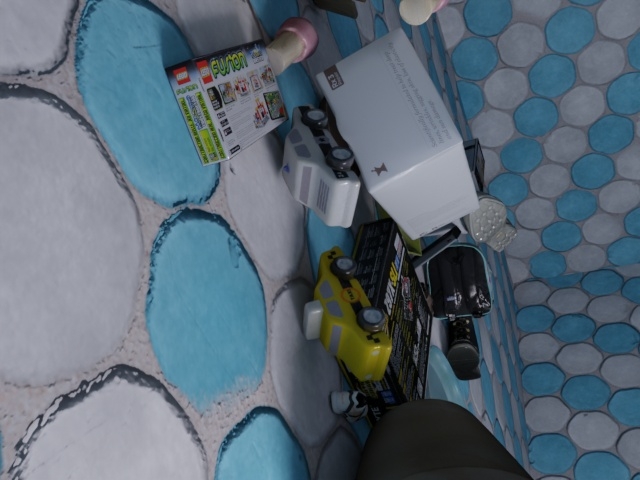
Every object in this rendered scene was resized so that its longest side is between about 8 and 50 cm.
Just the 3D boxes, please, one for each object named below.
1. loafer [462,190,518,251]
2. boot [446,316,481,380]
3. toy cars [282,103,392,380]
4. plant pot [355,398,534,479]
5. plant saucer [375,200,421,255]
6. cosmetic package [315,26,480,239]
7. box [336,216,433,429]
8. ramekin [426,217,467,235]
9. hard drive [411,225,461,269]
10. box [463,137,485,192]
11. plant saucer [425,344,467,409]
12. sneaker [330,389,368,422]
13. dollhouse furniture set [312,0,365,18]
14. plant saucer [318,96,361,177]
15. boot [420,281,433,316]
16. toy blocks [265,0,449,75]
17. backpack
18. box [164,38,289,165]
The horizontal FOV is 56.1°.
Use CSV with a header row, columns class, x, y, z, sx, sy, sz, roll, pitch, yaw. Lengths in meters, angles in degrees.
class,x,y,z,sx,sy,sz,roll,pitch,yaw
loafer,0.393,-0.055,1.461,0.111,0.112,0.319,49,8,29
boot,0.385,0.268,1.644,0.236,0.085,0.178,58,26,-54
toy cars,0.000,0.000,0.814,0.176,0.087,0.393,164,-84,-71
plant pot,0.163,0.371,0.808,0.280,0.323,0.323,-91,162,-68
plant saucer,0.165,-0.058,1.320,0.188,0.045,0.188,12,68,-67
cosmetic package,0.148,-0.154,1.021,0.217,0.156,0.385,66,11,16
box,0.120,0.151,1.063,0.257,0.079,0.322,63,26,-28
ramekin,0.282,-0.141,1.530,0.277,0.135,0.277,-12,90,-69
hard drive,0.268,0.020,1.419,0.022,0.135,0.094,52,23,2
box,0.400,-0.203,1.812,0.087,0.169,0.290,67,26,-21
plant saucer,0.275,0.391,1.322,0.317,0.044,0.317,52,27,-40
sneaker,0.054,0.246,0.894,0.109,0.044,0.040,42,40,-59
dollhouse furniture set,0.020,-0.567,1.070,0.212,0.161,0.242,-63,160,-9
plant saucer,0.034,-0.190,1.087,0.168,0.029,0.168,-13,90,-68
boot,0.245,0.157,1.414,0.118,0.042,0.086,-61,137,-58
toy blocks,0.020,-0.439,0.839,0.308,0.289,0.260,65,32,-26
backpack,0.357,0.096,1.549,0.144,0.166,0.188,-34,114,-68
box,-0.103,-0.175,0.732,0.207,0.036,0.114,-54,129,-61
